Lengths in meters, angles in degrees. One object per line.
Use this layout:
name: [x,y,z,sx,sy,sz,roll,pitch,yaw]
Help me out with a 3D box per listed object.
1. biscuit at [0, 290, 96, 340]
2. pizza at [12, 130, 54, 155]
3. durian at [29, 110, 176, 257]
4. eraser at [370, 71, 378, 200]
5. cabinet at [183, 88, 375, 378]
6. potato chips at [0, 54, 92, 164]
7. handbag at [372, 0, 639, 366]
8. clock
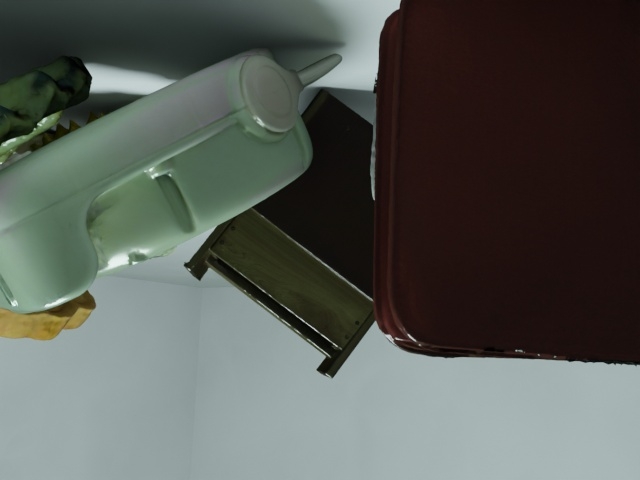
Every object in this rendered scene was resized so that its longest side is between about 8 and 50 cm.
biscuit: [-0.424,0.016,1.105,0.312,0.057,0.351,30,-174,3]
pizza: [-0.374,-0.082,1.167,0.324,0.089,0.223,-1,174,24]
durian: [-0.207,-0.056,0.984,0.307,0.166,0.172,-11,177,-5]
eraser: [0.145,-0.081,0.829,0.210,0.124,0.068,8,170,-38]
cabinet: [0.000,0.000,0.919,0.175,0.215,0.148,36,171,1]
potato chips: [-0.360,-0.051,0.779,0.430,0.070,0.358,-20,-167,26]
handbag: [0.173,-0.043,0.608,0.276,0.259,0.084,2,170,-9]
clock: [-0.128,-0.059,0.740,0.324,0.108,0.265,-31,-170,-23]
